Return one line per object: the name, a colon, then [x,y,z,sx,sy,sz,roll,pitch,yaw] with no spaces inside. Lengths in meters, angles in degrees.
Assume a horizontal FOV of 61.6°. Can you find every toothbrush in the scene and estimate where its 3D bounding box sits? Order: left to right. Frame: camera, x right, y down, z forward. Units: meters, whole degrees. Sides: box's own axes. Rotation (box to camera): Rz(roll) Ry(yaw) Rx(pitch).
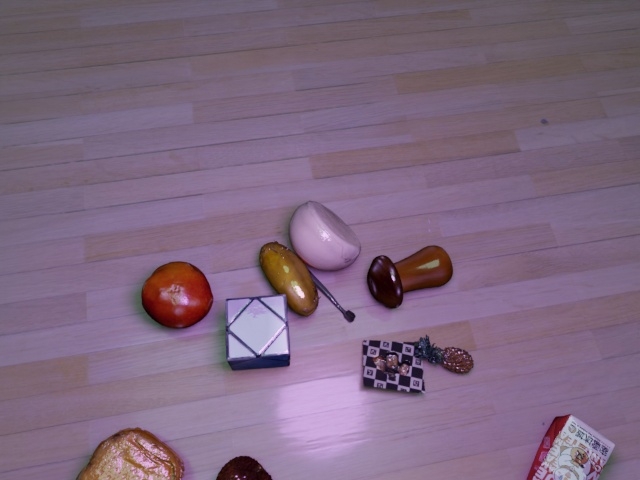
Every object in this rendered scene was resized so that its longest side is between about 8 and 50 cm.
toothbrush: [0.017,0.183,1.947,0.297,0.031,0.030,44,45,16]

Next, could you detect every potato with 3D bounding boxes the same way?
potato: [-0.108,0.129,1.888,0.140,0.173,0.300,-41,70,8]

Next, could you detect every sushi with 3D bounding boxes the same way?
sushi: [0.246,0.436,1.843,0.210,0.040,0.193,5,50,-2]

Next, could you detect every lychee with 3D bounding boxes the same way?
lychee: [-0.232,0.749,1.610,0.194,0.194,0.195,1,67,-3]

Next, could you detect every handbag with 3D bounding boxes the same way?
handbag: [0.771,0.720,1.706,0.171,0.151,0.298,34,76,15]

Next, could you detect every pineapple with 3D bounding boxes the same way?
pineapple: [0.428,0.395,1.841,0.221,0.083,0.103,19,34,-8]

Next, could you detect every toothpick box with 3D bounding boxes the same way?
toothpick box: [0.311,0.121,1.910,0.294,0.192,0.192,-17,69,-16]

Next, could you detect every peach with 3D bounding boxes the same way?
peach: [-0.479,0.185,1.823,0.243,0.200,0.244,5,54,-7]

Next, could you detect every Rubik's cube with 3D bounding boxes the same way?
Rubik's cube: [-0.206,0.309,1.782,0.204,0.205,0.207,-3,66,-5]

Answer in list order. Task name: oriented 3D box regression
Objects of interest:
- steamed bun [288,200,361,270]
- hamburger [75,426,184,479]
steamed bun: [0.000,0.000,1.910,0.177,0.283,0.283,-46,74,16]
hamburger: [-0.571,0.728,1.604,0.318,0.158,0.319,2,66,-3]
